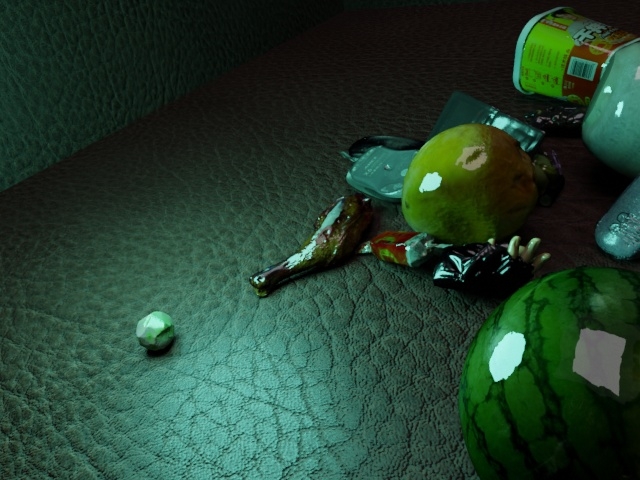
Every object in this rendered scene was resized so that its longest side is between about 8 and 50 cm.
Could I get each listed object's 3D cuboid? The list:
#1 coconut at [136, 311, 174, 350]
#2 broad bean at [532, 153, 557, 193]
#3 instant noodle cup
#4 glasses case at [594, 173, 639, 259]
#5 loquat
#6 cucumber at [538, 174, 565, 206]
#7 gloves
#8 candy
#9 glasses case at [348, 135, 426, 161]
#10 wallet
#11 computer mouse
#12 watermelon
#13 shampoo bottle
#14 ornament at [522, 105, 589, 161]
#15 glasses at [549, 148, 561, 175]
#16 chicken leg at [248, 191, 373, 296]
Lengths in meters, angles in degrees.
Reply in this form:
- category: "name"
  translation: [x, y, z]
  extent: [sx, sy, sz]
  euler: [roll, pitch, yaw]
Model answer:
- category: "coconut"
  translation: [-0.356, 0.197, 1.143]
  extent: [0.081, 0.082, 0.083]
  euler: [-23, -18, 34]
- category: "broad bean"
  translation: [0.497, -0.163, 1.303]
  extent: [0.082, 0.125, 0.174]
  euler: [-61, 21, -9]
- category: "instant noodle cup"
  translation: [0.820, -0.562, 1.669]
  extent: [0.294, 0.293, 0.308]
  euler: [-27, 43, -18]
- category: "glasses case"
  translation: [0.673, -0.084, 1.057]
  extent: [0.282, 0.067, 0.109]
  euler: [-54, 46, 14]
- category: "loquat"
  translation: [0.325, -0.116, 1.170]
  extent: [0.284, 0.276, 0.276]
  euler: [-38, 10, 47]
- category: "cucumber"
  translation: [0.579, -0.129, 1.308]
  extent: [0.032, 0.032, 0.133]
  euler: [15, 42, 37]
- category: "gloves"
  translation: [0.346, 0.047, 1.048]
  extent: [0.204, 0.124, 0.164]
  euler: [1, 18, 35]
- category: "candy"
  translation: [0.179, 0.016, 1.183]
  extent: [0.086, 0.059, 0.292]
  euler: [-29, 17, -26]
- category: "glasses case"
  translation: [0.222, -0.261, 1.594]
  extent: [0.315, 0.075, 0.122]
  euler: [17, 46, 38]
- category: "wallet"
  translation: [0.384, -0.222, 1.343]
  extent: [0.041, 0.247, 0.323]
  euler: [11, 24, -37]
- category: "computer mouse"
  translation: [0.177, -0.191, 1.488]
  extent: [0.167, 0.090, 0.379]
  euler: [-45, 39, -9]
- category: "watermelon"
  translation: [0.341, 0.201, 0.648]
  extent: [0.364, 0.363, 0.363]
  euler: [-10, 34, 7]
- category: "shampoo bottle"
  translation: [0.777, -0.287, 1.194]
  extent: [0.318, 0.322, 0.322]
  euler: [16, 40, 7]
- category: "ornament"
  translation: [0.655, -0.300, 1.491]
  extent: [0.202, 0.080, 0.236]
  euler: [5, 36, 32]
- category: "glasses"
  translation: [0.562, -0.184, 1.363]
  extent: [0.104, 0.062, 0.140]
  euler: [-23, 5, 25]
- category: "chicken leg"
  translation: [0.000, 0.000, 1.286]
  extent: [0.158, 0.095, 0.407]
  euler: [14, 46, 45]
